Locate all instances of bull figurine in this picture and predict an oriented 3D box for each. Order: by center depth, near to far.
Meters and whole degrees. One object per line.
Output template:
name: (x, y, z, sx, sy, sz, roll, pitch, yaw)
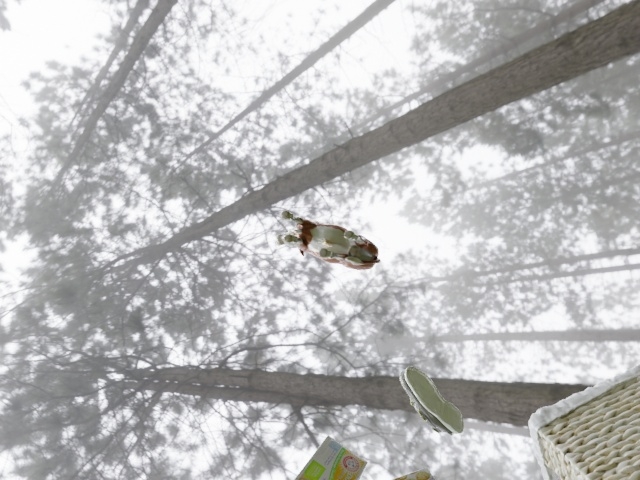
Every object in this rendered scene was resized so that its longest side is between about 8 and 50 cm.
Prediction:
bull figurine: (0.000, 0.000, 1.111, 0.188, 0.311, 0.101, 21, -97, -62)

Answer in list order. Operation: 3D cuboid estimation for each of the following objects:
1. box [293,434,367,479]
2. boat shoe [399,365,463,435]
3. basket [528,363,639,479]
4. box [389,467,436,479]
box: (0.002, 0.547, 0.946, 0.203, 0.114, 0.103, -29, -40, -57)
boat shoe: (0.352, 0.537, 1.445, 0.305, 0.091, 0.109, 47, -139, -15)
basket: (0.693, 0.514, 0.943, 0.332, 0.266, 0.328, -24, -72, -3)
box: (0.233, 0.818, 1.405, 0.324, 0.067, 0.063, 0, -63, -28)
